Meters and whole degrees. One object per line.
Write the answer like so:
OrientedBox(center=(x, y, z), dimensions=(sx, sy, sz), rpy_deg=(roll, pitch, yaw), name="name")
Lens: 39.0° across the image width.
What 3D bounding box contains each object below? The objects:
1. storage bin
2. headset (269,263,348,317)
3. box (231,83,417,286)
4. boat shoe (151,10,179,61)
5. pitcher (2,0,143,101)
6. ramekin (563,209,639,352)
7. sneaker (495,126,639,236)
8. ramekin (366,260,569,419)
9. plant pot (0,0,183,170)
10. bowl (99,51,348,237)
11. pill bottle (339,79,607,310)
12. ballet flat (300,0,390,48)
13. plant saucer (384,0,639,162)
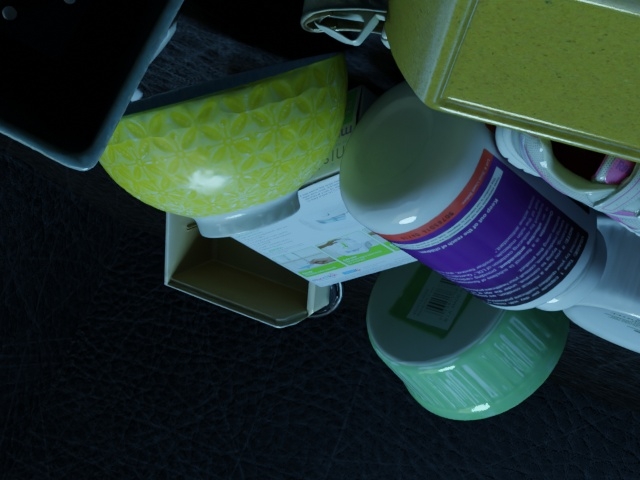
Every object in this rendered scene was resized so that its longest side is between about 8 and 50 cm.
OrientedBox(center=(-0.111, -0.028, 1.446), dimensions=(0.260, 0.262, 0.123), rpy_deg=(18, -156, 30), name="storage bin")
OrientedBox(center=(0.000, 0.000, 1.579), dimensions=(0.185, 0.243, 0.394), rpy_deg=(47, 148, -16), name="headset")
OrientedBox(center=(0.024, -0.056, 1.186), dimensions=(0.262, 0.126, 0.231), rpy_deg=(-19, 143, 41), name="box")
OrientedBox(center=(-0.222, -0.261, 1.117), dimensions=(0.063, 0.066, 0.184), rpy_deg=(39, 170, -8), name="boat shoe")
OrientedBox(center=(-0.309, -0.252, 1.147), dimensions=(0.178, 0.125, 0.207), rpy_deg=(37, 177, 2), name="pitcher")
OrientedBox(center=(0.432, 0.068, 1.154), dimensions=(0.273, 0.127, 0.273), rpy_deg=(23, 171, 4), name="ramekin")
OrientedBox(center=(0.280, -0.059, 0.824), dimensions=(0.252, 0.103, 0.111), rpy_deg=(22, -169, 4), name="sneaker")
OrientedBox(center=(0.219, 0.113, 1.422), dimensions=(0.303, 0.303, 0.148), rpy_deg=(13, 158, 47), name="ramekin")
OrientedBox(center=(-0.271, -0.243, 0.830), dimensions=(0.248, 0.247, 0.252), rpy_deg=(27, -174, -20), name="plant pot")
OrientedBox(center=(-0.097, -0.094, 0.981), dimensions=(0.290, 0.156, 0.289), rpy_deg=(-13, -166, 3), name="bowl")
OrientedBox(center=(0.185, -0.036, 1.017), dimensions=(0.323, 0.181, 0.181), rpy_deg=(31, 167, -36), name="pill bottle")
OrientedBox(center=(0.056, -0.198, 0.829), dimensions=(0.168, 0.052, 0.057), rpy_deg=(17, 167, 31), name="ballet flat")
OrientedBox(center=(0.204, -0.136, 0.623), dimensions=(0.333, 0.081, 0.333), rpy_deg=(16, 170, 3), name="plant saucer")
